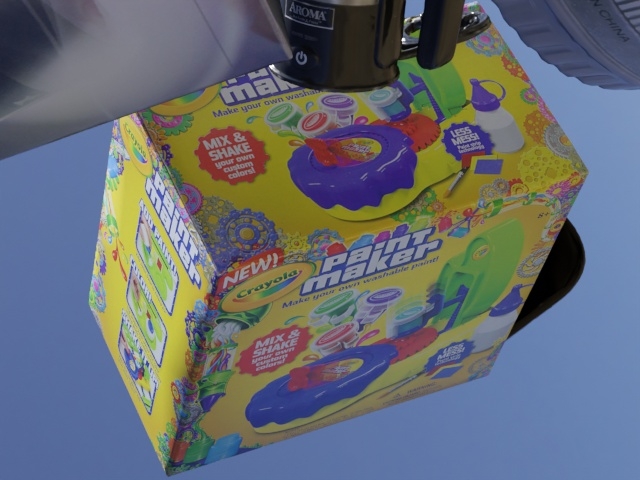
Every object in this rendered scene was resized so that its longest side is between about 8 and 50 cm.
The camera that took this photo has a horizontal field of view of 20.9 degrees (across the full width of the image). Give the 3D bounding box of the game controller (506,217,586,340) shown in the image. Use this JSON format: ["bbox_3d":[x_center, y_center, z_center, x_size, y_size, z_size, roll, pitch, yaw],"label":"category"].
[{"bbox_3d":[0.095,-0.046,1.577,0.319,0.166,0.067,53,-172,20],"label":"game controller"}]

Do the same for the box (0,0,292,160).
[{"bbox_3d":[-0.200,-0.174,0.747,0.296,0.294,0.182,60,-167,-57],"label":"box"}]

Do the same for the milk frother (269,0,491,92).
[{"bbox_3d":[0.042,-0.174,1.085,0.143,0.129,0.134,-56,-25,-61],"label":"milk frother"}]

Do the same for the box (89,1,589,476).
[{"bbox_3d":[0.000,0.000,1.302,0.177,0.290,0.279,61,154,29],"label":"box"}]

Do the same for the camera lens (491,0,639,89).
[{"bbox_3d":[0.209,-0.175,0.662,0.219,0.274,0.219,7,-100,-42],"label":"camera lens"}]
